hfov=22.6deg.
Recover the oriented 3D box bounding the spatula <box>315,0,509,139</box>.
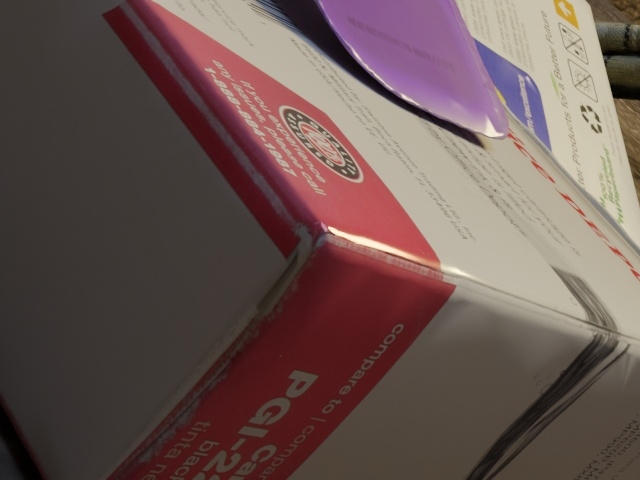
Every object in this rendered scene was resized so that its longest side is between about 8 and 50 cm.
[{"bbox_3d":[-0.034,-0.143,0.499,0.084,0.030,0.296,15,32,-51],"label":"spatula"}]

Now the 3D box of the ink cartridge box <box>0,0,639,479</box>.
[{"bbox_3d":[0.000,0.000,0.437,0.218,0.092,0.158,16,29,-50],"label":"ink cartridge box"}]

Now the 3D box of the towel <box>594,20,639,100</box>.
[{"bbox_3d":[0.200,-0.108,0.934,0.324,0.056,0.312,10,6,22],"label":"towel"}]

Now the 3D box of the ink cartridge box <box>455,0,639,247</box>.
[{"bbox_3d":[-0.008,-0.104,0.639,0.371,0.069,0.175,30,41,-38],"label":"ink cartridge box"}]
